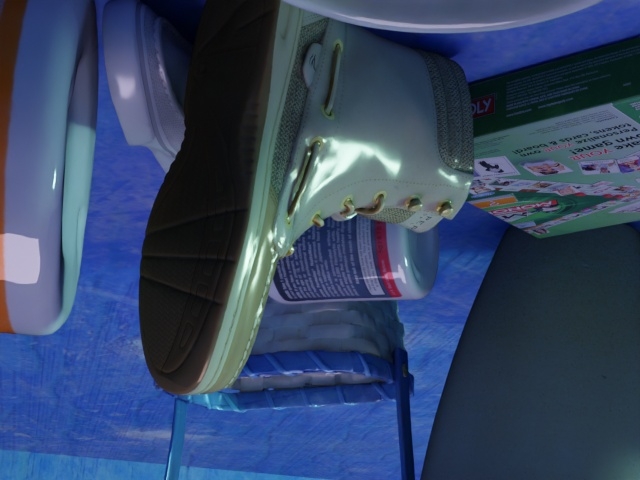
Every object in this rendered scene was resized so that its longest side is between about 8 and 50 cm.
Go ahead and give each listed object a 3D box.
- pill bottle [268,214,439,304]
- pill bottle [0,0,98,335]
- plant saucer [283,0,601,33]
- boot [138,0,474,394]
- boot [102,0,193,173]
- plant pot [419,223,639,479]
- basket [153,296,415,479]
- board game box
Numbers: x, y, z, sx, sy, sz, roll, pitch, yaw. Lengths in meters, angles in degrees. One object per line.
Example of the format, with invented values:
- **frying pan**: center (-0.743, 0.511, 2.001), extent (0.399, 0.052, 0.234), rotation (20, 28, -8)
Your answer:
- **pill bottle**: center (0.000, 0.000, 1.163), extent (0.180, 0.108, 0.108), rotation (-3, 161, 21)
- **pill bottle**: center (-0.341, -0.067, 0.835), extent (0.392, 0.224, 0.224), rotation (5, 162, -5)
- **plant saucer**: center (0.052, -0.182, 0.616), extent (0.400, 0.101, 0.400), rotation (3, 162, 1)
- **boot**: center (-0.001, -0.020, 0.868), extent (0.095, 0.262, 0.203), rotation (0, 167, 45)
- **boot**: center (-0.060, -0.098, 0.935), extent (0.123, 0.095, 0.258), rotation (-6, 168, 6)
- **plant pot**: center (0.216, 0.126, 1.231), extent (0.256, 0.274, 0.256), rotation (5, 162, 2)
- **basket**: center (-0.027, 0.143, 1.310), extent (0.254, 0.289, 0.201), rotation (-3, 160, 23)
- **board game box**: center (0.234, -0.074, 0.992), extent (0.317, 0.046, 0.213), rotation (-12, 157, 39)
